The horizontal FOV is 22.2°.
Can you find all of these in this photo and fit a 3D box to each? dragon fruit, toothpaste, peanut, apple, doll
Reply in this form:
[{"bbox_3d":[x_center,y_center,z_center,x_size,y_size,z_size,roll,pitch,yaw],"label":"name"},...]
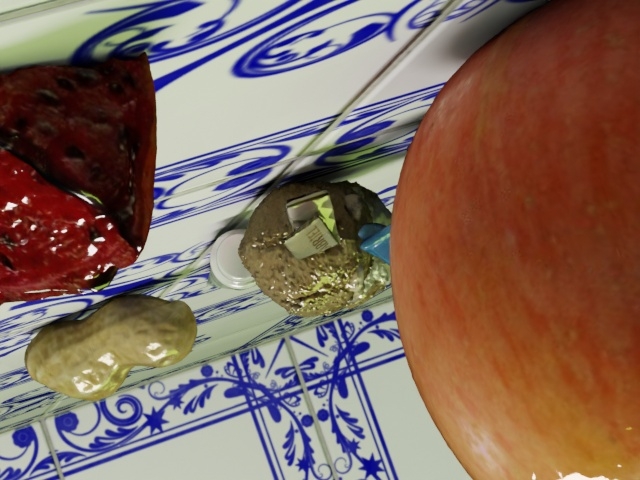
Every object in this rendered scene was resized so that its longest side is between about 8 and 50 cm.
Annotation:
[{"bbox_3d":[-0.157,-0.004,0.729,0.192,0.092,0.122,-24,173,34],"label":"dragon fruit"},{"bbox_3d":[-0.073,0.021,1.478,0.058,0.056,0.314,21,176,0],"label":"toothpaste"},{"bbox_3d":[-0.204,0.105,1.595,0.193,0.089,0.089,-23,173,25],"label":"peanut"},{"bbox_3d":[0.219,0.029,0.936,0.364,0.364,0.364,-20,174,-2],"label":"apple"},{"bbox_3d":[-0.002,0.006,1.250,0.115,0.105,0.221,3,-176,9],"label":"doll"}]

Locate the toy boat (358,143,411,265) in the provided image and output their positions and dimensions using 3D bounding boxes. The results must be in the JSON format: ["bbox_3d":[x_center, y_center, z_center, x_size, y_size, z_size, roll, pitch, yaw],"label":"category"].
[{"bbox_3d":[0.122,-0.057,1.178,0.223,0.097,0.100,-37,167,9],"label":"toy boat"}]
